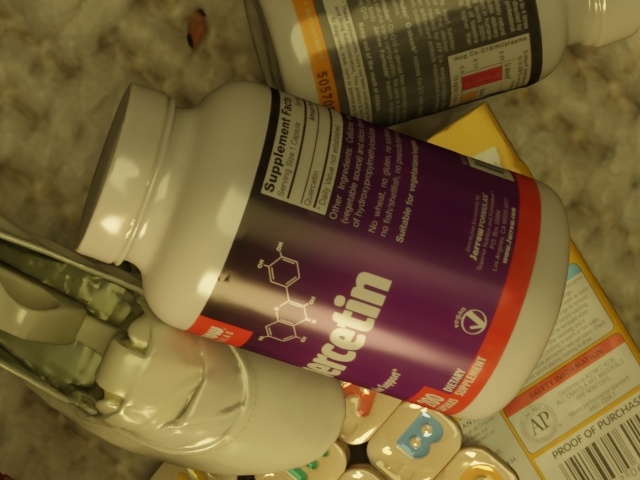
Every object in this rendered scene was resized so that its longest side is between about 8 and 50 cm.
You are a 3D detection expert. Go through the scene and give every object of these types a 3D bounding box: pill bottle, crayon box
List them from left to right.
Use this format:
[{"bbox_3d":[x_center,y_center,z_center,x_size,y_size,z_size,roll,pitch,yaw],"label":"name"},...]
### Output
[{"bbox_3d":[0.000,0.000,1.345,0.323,0.181,0.181,18,90,-11],"label":"pill bottle"},{"bbox_3d":[0.090,-0.179,1.448,0.278,0.162,0.162,-16,95,-6],"label":"pill bottle"},{"bbox_3d":[0.124,0.079,1.506,0.203,0.083,0.323,-32,97,-4],"label":"crayon box"}]

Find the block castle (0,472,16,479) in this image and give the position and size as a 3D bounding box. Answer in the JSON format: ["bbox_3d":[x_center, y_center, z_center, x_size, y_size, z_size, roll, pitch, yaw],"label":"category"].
[{"bbox_3d":[-0.275,0.335,1.372,0.303,0.213,0.453,-41,116,-14],"label":"block castle"}]

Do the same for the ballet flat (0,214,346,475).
[{"bbox_3d":[-0.175,0.072,1.396,0.400,0.139,0.139,25,89,4],"label":"ballet flat"}]

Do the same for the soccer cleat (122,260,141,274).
[{"bbox_3d":[-0.123,0.047,1.483,0.076,0.068,0.196,-33,99,-2],"label":"soccer cleat"}]

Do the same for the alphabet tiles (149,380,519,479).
[{"bbox_3d":[0.009,0.234,1.476,0.284,0.021,0.278,40,106,1],"label":"alphabet tiles"}]
